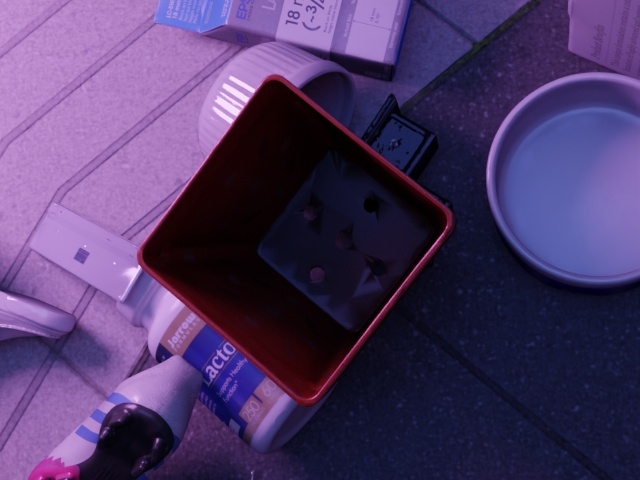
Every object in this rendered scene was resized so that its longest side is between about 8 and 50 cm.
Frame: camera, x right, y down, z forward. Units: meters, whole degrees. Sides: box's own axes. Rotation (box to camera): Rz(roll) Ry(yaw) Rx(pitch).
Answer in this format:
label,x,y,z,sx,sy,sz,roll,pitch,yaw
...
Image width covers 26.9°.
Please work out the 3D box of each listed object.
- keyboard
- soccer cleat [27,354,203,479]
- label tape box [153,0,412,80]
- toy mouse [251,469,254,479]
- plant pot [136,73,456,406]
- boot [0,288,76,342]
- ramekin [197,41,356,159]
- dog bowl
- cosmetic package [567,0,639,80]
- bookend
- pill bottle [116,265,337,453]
label,x,y,z,sx,sy,sz,roll,pitch,yaw
keyboard,-0.298,0.012,1.706,0.256,0.014,0.072,23,87,49
soccer cleat,-0.246,0.255,1.635,0.116,0.143,0.331,43,131,-7
label tape box,-0.037,-0.366,1.738,0.334,0.106,0.240,14,87,3
toy mouse,-0.136,0.356,1.672,0.143,0.031,0.161,15,82,11
plant pot,0.000,0.000,1.558,0.267,0.236,0.267,40,100,13
boot,-0.447,0.120,1.749,0.258,0.095,0.123,14,87,20
ramekin,-0.060,-0.152,1.684,0.109,0.207,0.207,35,85,22
dog bowl,0.339,-0.067,1.651,0.265,0.104,0.265,-2,78,9
cosmetic package,0.534,-0.337,1.562,0.394,0.329,0.327,25,84,12
bookend,0.115,-0.075,1.704,0.157,0.072,0.156,33,85,13
pill bottle,-0.116,0.125,1.656,0.265,0.153,0.153,40,87,14
